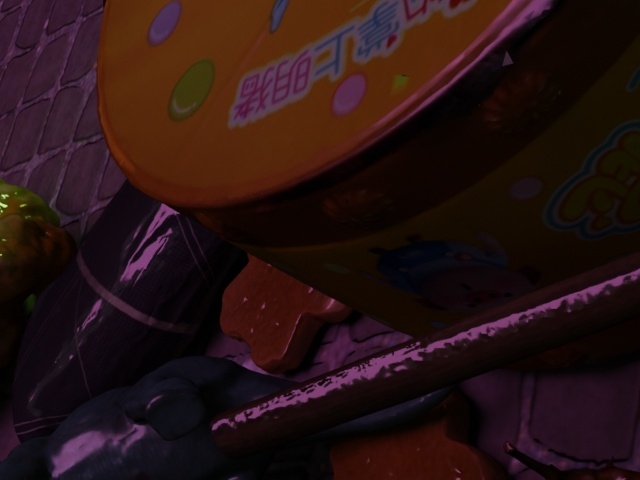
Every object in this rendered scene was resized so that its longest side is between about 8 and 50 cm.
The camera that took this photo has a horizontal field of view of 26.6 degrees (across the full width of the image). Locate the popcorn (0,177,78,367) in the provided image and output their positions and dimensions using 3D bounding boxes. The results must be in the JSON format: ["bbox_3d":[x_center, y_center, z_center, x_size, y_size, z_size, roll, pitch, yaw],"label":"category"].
[{"bbox_3d":[-0.363,0.038,1.218,0.332,0.225,0.264,0,62,41],"label":"popcorn"}]

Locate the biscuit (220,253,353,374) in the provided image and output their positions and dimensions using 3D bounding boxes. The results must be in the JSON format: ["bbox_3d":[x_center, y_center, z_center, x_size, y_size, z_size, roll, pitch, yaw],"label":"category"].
[{"bbox_3d":[-0.003,0.002,0.907,0.133,0.027,0.184,19,82,56],"label":"biscuit"}]

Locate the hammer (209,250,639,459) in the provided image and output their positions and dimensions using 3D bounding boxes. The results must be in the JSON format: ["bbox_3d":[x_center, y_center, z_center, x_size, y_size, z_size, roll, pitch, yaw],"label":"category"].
[{"bbox_3d":[0.115,0.024,0.551,0.365,0.111,0.043,-23,71,19],"label":"hammer"}]

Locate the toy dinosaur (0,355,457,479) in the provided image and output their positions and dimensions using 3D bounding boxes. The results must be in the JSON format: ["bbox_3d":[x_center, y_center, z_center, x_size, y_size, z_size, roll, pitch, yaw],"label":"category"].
[{"bbox_3d":[-0.111,0.113,0.858,0.384,0.129,0.331,-26,15,1],"label":"toy dinosaur"}]

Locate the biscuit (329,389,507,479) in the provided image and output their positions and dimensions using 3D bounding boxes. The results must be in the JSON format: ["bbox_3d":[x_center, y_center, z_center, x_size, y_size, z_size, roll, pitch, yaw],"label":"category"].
[{"bbox_3d":[0.043,0.172,0.719,0.144,0.040,0.236,-25,46,34],"label":"biscuit"}]

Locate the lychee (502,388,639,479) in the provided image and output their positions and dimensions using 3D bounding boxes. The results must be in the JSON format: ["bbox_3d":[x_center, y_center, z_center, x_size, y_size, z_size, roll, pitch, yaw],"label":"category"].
[{"bbox_3d":[0.167,0.077,0.540,0.140,0.114,0.101,-20,23,27],"label":"lychee"}]

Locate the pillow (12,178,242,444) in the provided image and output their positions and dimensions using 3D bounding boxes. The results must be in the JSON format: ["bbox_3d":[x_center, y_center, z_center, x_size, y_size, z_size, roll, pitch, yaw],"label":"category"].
[{"bbox_3d":[-0.132,0.014,1.017,0.335,0.093,0.161,-54,28,12],"label":"pillow"}]

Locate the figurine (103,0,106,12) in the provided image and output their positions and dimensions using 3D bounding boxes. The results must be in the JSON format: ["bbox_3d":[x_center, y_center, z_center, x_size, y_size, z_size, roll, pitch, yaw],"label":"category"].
[{"bbox_3d":[-0.069,-0.222,1.027,0.308,0.143,0.308,-40,-1,-1],"label":"figurine"}]

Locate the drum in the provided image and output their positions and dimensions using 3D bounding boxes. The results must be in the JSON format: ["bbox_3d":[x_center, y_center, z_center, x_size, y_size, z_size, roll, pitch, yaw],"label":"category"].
[{"bbox_3d":[0.088,-0.156,0.704,0.431,0.214,0.431,-30,45,36],"label":"drum"}]
